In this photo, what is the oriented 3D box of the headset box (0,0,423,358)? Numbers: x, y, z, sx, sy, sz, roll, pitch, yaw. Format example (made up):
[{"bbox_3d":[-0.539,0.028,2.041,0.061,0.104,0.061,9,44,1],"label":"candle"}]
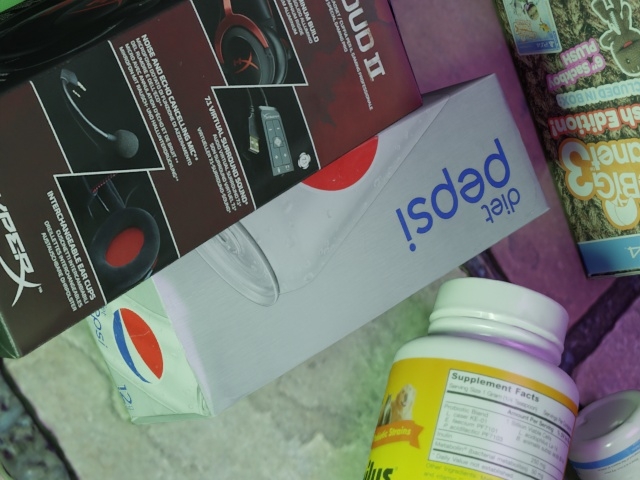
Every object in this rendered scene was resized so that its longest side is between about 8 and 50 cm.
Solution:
[{"bbox_3d":[-0.110,-0.064,0.871,0.293,0.218,0.110,-34,112,-35],"label":"headset box"}]

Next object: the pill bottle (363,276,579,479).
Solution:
[{"bbox_3d":[0.088,0.136,1.057,0.117,0.117,0.215,26,69,-31],"label":"pill bottle"}]

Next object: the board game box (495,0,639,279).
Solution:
[{"bbox_3d":[0.262,-0.152,1.205,0.232,0.141,0.291,-24,98,-35],"label":"board game box"}]

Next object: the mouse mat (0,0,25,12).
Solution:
[{"bbox_3d":[-0.225,-0.126,0.934,0.190,0.007,0.152,-47,111,-29],"label":"mouse mat"}]

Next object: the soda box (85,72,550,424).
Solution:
[{"bbox_3d":[0.000,0.000,1.027,0.286,0.091,0.098,-29,101,-35],"label":"soda box"}]

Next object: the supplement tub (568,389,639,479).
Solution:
[{"bbox_3d":[0.215,0.161,1.175,0.071,0.071,0.107,-40,107,-33],"label":"supplement tub"}]
